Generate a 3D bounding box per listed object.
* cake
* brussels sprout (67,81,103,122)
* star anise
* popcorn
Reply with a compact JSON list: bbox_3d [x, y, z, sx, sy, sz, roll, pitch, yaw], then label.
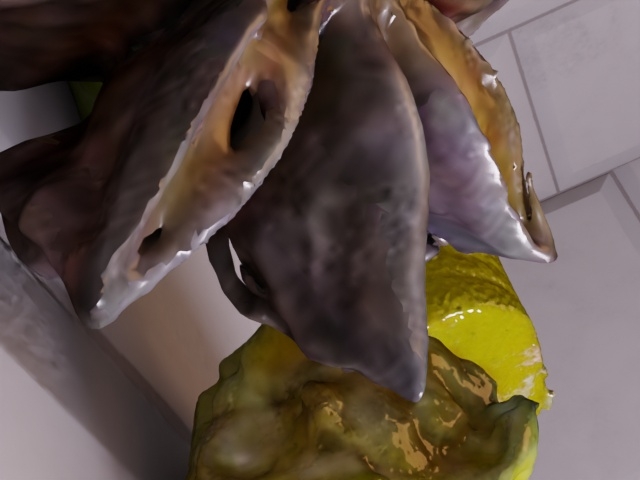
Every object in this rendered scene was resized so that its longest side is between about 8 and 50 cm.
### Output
[{"bbox_3d":[0.108,0.103,1.044,0.260,0.179,0.156,58,11,-49],"label":"cake"},{"bbox_3d":[-0.058,-0.089,0.558,0.145,0.131,0.183,64,-1,32],"label":"brussels sprout"},{"bbox_3d":[-0.031,-0.093,0.413,0.332,0.117,0.331,23,51,-32],"label":"star anise"},{"bbox_3d":[0.013,0.115,0.456,0.173,0.142,0.173,170,-90,-74],"label":"popcorn"}]
